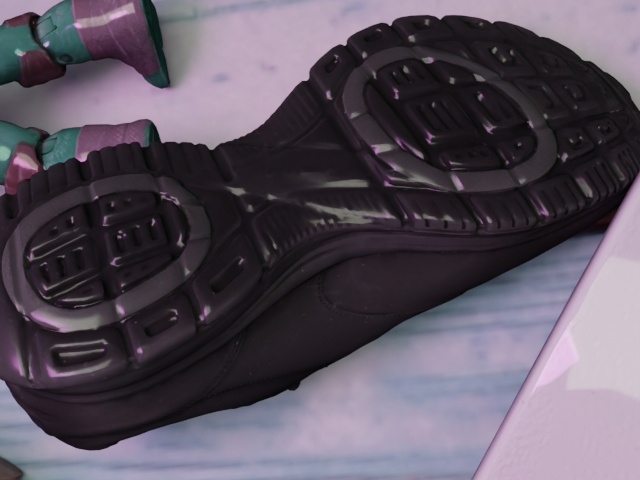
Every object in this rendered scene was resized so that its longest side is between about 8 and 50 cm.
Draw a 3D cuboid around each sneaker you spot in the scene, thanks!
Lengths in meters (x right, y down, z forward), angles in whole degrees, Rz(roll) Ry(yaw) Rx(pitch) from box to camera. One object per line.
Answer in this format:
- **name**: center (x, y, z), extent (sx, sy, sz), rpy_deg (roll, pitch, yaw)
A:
- **sneaker**: center (0.000, 0.000, 0.532), extent (0.286, 0.130, 0.109), rpy_deg (-18, 61, -13)

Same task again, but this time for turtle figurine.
- **turtle figurine**: center (-0.184, -0.045, 0.567), extent (0.234, 0.118, 0.175), rpy_deg (-7, 83, 4)

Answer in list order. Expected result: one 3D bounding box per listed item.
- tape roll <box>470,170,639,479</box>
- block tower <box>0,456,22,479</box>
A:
- **tape roll**: center (0.154, 0.064, 0.423), extent (0.169, 0.246, 0.246), rpy_deg (28, 90, 11)
- **block tower**: center (-0.289, 0.063, 0.582), extent (0.335, 0.097, 0.091), rpy_deg (31, 90, 10)
